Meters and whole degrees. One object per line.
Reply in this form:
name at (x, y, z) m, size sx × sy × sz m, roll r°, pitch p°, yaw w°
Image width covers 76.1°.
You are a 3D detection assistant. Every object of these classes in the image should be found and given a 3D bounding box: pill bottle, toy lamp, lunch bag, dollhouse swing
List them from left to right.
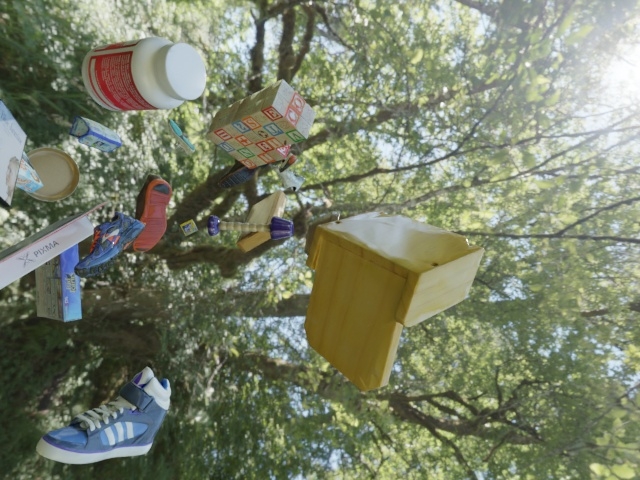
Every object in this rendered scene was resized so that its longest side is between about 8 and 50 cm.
lunch bag at (-0.841, -0.394, 1.536) m, size 0.151 × 0.128 × 0.096 m, roll 20°, pitch -88°, yaw 34°
pill bottle at (-0.605, -0.571, 1.416) m, size 0.407 × 0.229 × 0.229 m, roll 9°, pitch -82°, yaw 29°
toy lamp at (-0.225, -0.044, 1.330) m, size 0.080 × 0.274 × 0.080 m, roll 2°, pitch 90°, yaw -85°
dollhouse swing at (0.157, 0.134, 1.014) m, size 0.346 × 0.315 × 0.305 m, roll 25°, pitch -57°, yaw 49°

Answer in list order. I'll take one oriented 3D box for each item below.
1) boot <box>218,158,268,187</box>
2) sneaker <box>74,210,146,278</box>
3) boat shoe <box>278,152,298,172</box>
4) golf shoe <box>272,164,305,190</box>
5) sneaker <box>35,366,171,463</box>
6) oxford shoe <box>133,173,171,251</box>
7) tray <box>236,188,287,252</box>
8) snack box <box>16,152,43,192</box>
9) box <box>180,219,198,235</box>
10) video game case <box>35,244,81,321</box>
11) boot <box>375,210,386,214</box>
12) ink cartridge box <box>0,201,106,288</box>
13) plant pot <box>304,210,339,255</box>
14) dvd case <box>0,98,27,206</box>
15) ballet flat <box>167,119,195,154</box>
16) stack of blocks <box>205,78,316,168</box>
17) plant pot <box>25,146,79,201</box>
boot at (-0.279, -0.277, 1.455) m, size 0.219 × 0.082 × 0.106 m, roll -31°, pitch -116°, yaw 6°
sneaker at (-0.520, 0.008, 0.987) m, size 0.083 × 0.087 × 0.221 m, roll -42°, pitch -164°, yaw 31°
boat shoe at (-0.138, -0.313, 1.660) m, size 0.049 × 0.043 × 0.137 m, roll -52°, pitch -163°, yaw -27°
golf shoe at (-0.149, -0.274, 1.820) m, size 0.069 × 0.176 × 0.086 m, roll 34°, pitch -81°, yaw 49°
sneaker at (-0.558, 0.453, 1.112) m, size 0.130 × 0.322 × 0.237 m, roll 9°, pitch -105°, yaw 35°
oxford shoe at (-0.568, -0.090, 1.358) m, size 0.098 × 0.096 × 0.272 m, roll 40°, pitch -68°, yaw 38°
tray at (-0.295, -0.113, 2.114) m, size 0.202 × 0.076 × 0.411 m, roll -29°, pitch -154°, yaw 18°
snack box at (-1.133, -0.302, 1.427) m, size 0.187 × 0.060 × 0.322 m, roll 56°, pitch -8°, yaw 9°
box at (-0.576, -0.056, 1.787) m, size 0.054 × 0.059 × 0.169 m, roll 65°, pitch -16°, yaw -10°
video game case at (-0.917, 0.135, 1.424) m, size 0.244 × 0.061 × 0.270 m, roll -3°, pitch -90°, yaw 39°
boot at (0.172, -0.015, 1.374) m, size 0.190 × 0.208 × 0.076 m, roll 51°, pitch -41°, yaw 31°
ink cartridge box at (-0.673, 0.025, 0.970) m, size 0.261 × 0.296 × 0.066 m, roll -9°, pitch -63°, yaw 35°
plant pot at (0.000, 0.000, 1.568) m, size 0.237 × 0.109 × 0.238 m, roll -171°, pitch -90°, yaw -90°
dvd case at (-0.908, -0.245, 1.168) m, size 0.180 × 0.022 × 0.253 m, roll 125°, pitch -36°, yaw -66°
ballet flat at (-0.625, -0.450, 1.799) m, size 0.052 × 0.168 × 0.057 m, roll -31°, pitch -157°, yaw 16°
stack of blocks at (-0.154, -0.303, 1.118) m, size 0.297 × 0.171 × 0.087 m, roll -5°, pitch -120°, yaw 44°
plant pot at (-1.196, -0.291, 1.800) m, size 0.032 × 0.236 × 0.237 m, roll 17°, pitch -75°, yaw 40°
